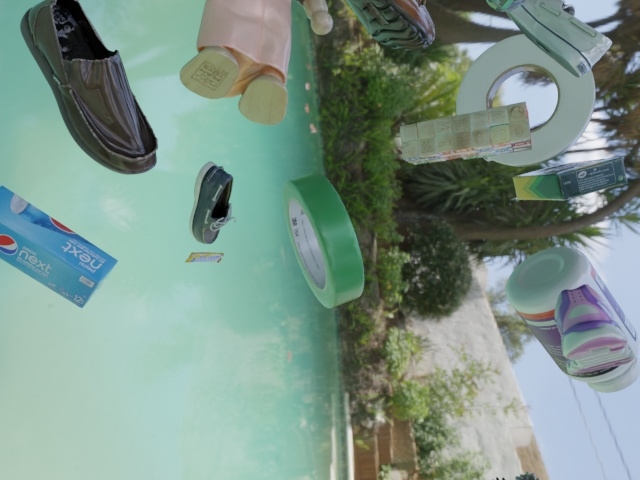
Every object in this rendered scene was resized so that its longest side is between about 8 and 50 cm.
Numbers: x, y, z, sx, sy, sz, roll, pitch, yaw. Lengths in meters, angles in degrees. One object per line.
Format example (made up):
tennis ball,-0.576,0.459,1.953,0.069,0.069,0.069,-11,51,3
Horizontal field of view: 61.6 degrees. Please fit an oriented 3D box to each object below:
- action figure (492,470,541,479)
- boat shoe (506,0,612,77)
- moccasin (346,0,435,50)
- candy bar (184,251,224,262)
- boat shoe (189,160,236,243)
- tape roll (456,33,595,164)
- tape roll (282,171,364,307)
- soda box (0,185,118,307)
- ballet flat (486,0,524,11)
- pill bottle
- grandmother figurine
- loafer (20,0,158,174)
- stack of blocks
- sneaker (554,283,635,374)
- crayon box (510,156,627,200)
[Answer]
action figure,0.393,0.458,0.879,0.276,0.164,0.140,39,53,-37
boat shoe,0.439,-0.410,1.013,0.095,0.084,0.258,18,35,-52
moccasin,0.124,-0.514,1.087,0.380,0.139,0.146,22,79,-44
candy bar,-0.352,0.051,1.633,0.040,0.018,0.161,-56,156,14
boat shoe,-0.251,-0.074,1.283,0.095,0.079,0.254,-46,162,-46
tape roll,0.606,-0.414,1.606,0.072,0.393,0.391,-6,91,-61
tape roll,0.000,0.000,1.284,0.321,0.077,0.321,161,-90,-74
soda box,-0.433,0.010,0.834,0.067,0.210,0.071,-48,-167,27
ballet flat,0.229,-0.349,0.582,0.070,0.070,0.188,-73,171,-80
pill bottle,0.560,0.180,1.168,0.323,0.182,0.181,50,16,-17
grandmother figurine,-0.080,-0.315,0.642,0.208,0.104,0.342,28,57,-34
loafer,-0.424,-0.290,1.000,0.134,0.130,0.365,-41,102,-42
stack of blocks,0.367,-0.258,1.346,0.171,0.298,0.087,-1,85,-67
sneaker,0.394,0.131,0.792,0.236,0.095,0.104,41,33,-54
crayon box,0.748,-0.187,1.669,0.323,0.203,0.083,-152,-133,-82
